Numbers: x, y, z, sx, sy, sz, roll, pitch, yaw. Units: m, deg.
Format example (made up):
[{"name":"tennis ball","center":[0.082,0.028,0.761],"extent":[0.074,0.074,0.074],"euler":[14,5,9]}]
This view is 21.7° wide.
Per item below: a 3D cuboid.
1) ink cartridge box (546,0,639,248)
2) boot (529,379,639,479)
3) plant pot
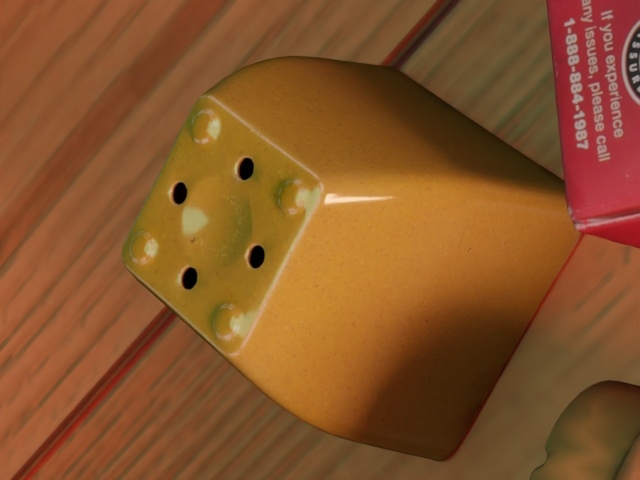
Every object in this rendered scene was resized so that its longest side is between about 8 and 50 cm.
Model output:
[{"name":"ink cartridge box","center":[0.135,-0.074,0.330],"extent":[0.175,0.072,0.127],"euler":[-12,76,37]},{"name":"boot","center":[0.142,0.159,0.283],"extent":[0.269,0.089,0.236],"euler":[15,99,35]},{"name":"plant pot","center":[0.000,0.000,0.419],"extent":[0.081,0.083,0.081],"euler":[39,107,36]}]
